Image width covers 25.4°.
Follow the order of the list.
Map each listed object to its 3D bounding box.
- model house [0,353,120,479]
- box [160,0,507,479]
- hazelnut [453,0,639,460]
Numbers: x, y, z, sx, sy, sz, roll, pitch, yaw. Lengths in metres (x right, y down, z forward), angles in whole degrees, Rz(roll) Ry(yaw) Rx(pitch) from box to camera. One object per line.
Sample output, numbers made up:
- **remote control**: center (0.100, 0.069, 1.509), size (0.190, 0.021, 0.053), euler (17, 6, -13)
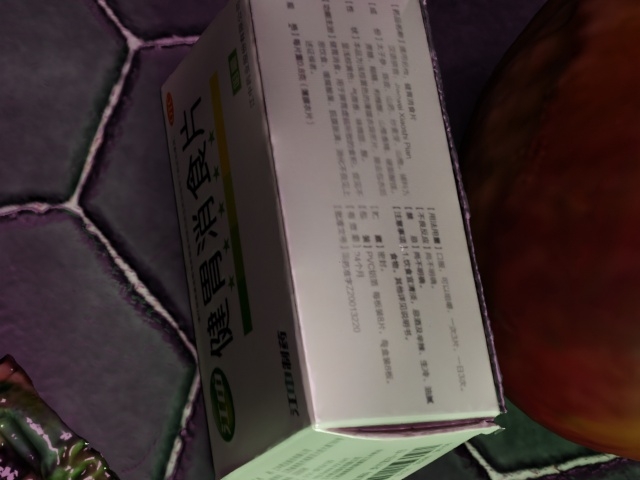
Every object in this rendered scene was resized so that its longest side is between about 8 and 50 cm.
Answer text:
- **model house**: center (-0.201, 0.193, 0.813), size (0.172, 0.166, 0.183), euler (-37, 88, -29)
- **box**: center (0.001, 0.002, 0.984), size (0.145, 0.173, 0.332), euler (-1, 70, -25)
- **hazelnut**: center (0.295, -0.029, 1.023), size (0.421, 0.421, 0.352), euler (-19, 117, -32)
